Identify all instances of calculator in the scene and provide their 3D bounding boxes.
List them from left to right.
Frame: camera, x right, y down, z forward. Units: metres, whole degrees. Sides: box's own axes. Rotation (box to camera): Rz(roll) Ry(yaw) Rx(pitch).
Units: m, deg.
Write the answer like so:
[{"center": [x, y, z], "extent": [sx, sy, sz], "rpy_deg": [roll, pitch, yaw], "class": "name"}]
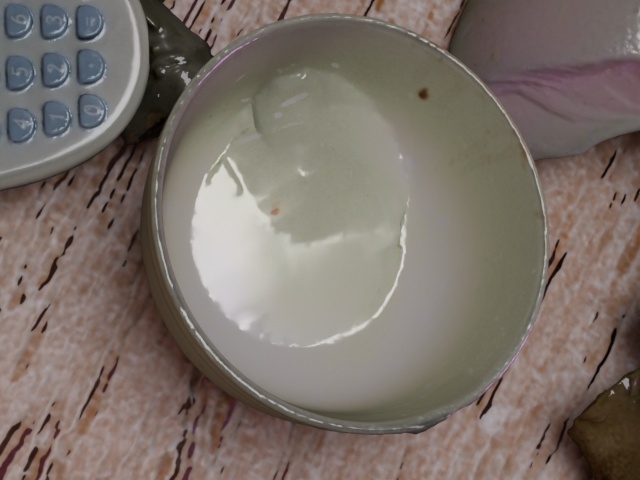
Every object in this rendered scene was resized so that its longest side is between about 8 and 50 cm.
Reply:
[{"center": [-0.262, -0.118, 1.088], "extent": [0.302, 0.042, 0.188], "rpy_deg": [-2, 83, -2], "class": "calculator"}]

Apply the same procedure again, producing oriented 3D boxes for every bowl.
[{"center": [0.000, 0.000, 1.129], "extent": [0.277, 0.145, 0.277], "rpy_deg": [5, 77, -22], "class": "bowl"}]

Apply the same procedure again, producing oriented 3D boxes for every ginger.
[{"center": [0.279, 0.204, 1.203], "extent": [0.116, 0.109, 0.263], "rpy_deg": [-38, 91, 0], "class": "ginger"}]

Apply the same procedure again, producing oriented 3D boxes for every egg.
[{"center": [0.245, -0.163, 1.255], "extent": [0.271, 0.162, 0.206], "rpy_deg": [3, 76, -21], "class": "egg"}]

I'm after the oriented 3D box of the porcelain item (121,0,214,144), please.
[{"center": [-0.153, -0.174, 1.154], "extent": [0.216, 0.081, 0.069], "rpy_deg": [55, 34, 2], "class": "porcelain item"}]
